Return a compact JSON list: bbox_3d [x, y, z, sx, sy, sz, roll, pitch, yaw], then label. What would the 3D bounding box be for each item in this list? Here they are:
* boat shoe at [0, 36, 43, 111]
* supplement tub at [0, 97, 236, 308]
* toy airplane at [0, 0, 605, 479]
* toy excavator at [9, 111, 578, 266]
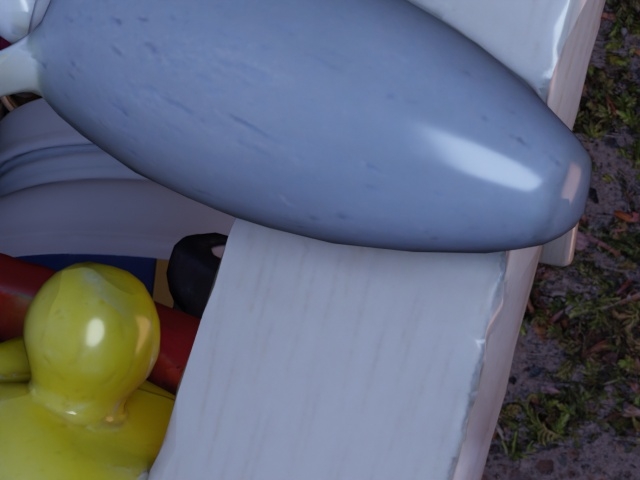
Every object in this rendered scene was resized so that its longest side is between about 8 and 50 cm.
[{"bbox_3d":[-0.152,-0.135,0.976,0.170,0.063,0.059,102,-13,-50],"label":"boat shoe"},{"bbox_3d":[-0.091,0.105,0.897,0.228,0.228,0.316,107,-12,-70],"label":"supplement tub"},{"bbox_3d":[-0.043,0.114,0.471,0.384,0.272,0.386,-31,-120,44],"label":"toy airplane"},{"bbox_3d":[0.000,0.000,1.343,0.433,0.445,0.222,-101,-162,-78],"label":"toy excavator"}]
